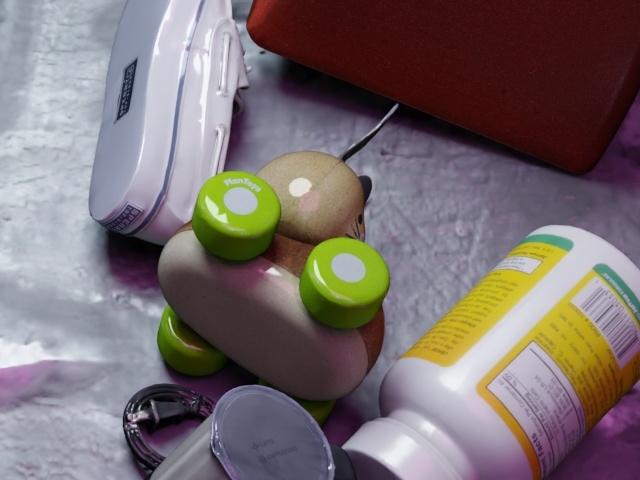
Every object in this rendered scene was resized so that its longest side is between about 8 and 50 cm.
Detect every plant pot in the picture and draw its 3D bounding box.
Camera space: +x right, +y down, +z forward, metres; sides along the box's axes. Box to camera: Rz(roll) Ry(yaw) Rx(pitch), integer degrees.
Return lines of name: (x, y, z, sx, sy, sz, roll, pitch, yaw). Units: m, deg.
plant pot: (0.136, -0.248, 1.293, 0.267, 0.236, 0.267, 21, 61, -9)

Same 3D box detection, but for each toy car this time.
toy car: (0.000, 0.000, 1.230, 0.149, 0.155, 0.188, 32, 51, 8)

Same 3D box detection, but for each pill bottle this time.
pill bottle: (0.111, 0.095, 1.207, 0.117, 0.117, 0.208, 42, 65, 13)

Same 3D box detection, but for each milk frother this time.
milk frother: (-0.064, 0.126, 1.154, 0.129, 0.135, 0.143, -13, 65, -48)

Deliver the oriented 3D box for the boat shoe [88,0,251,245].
boat shoe: (-0.092, -0.108, 1.307, 0.084, 0.095, 0.258, 25, 60, -27)
